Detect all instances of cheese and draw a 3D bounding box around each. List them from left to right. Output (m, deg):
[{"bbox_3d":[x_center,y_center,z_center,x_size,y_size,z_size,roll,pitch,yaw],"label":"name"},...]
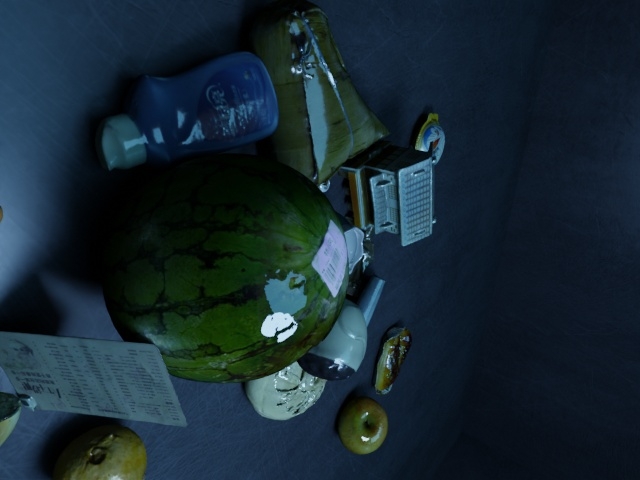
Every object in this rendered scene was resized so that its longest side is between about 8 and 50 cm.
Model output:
[{"bbox_3d":[0.336,-0.264,1.357,0.176,0.069,0.271,-16,119,-49],"label":"cheese"}]

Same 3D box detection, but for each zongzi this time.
[{"bbox_3d":[0.033,-0.303,0.848,0.360,0.159,0.323,-31,130,-37],"label":"zongzi"}]

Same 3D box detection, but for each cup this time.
[{"bbox_3d":[0.000,0.000,0.951,0.167,0.173,0.300,-30,128,-44],"label":"cup"}]

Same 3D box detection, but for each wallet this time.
[{"bbox_3d":[0.124,0.222,1.246,0.252,0.054,0.290,-66,168,-2],"label":"wallet"}]

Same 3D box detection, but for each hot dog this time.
[{"bbox_3d":[0.270,0.454,1.614,0.162,0.081,0.271,-3,110,-51],"label":"hot dog"}]

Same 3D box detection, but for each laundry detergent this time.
[{"bbox_3d":[-0.199,-0.189,0.649,0.289,0.094,0.144,-34,121,-36],"label":"laundry detergent"}]

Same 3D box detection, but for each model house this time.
[{"bbox_3d":[0.189,-0.135,1.102,0.198,0.215,0.224,-41,136,-36],"label":"model house"}]

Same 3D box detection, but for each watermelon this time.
[{"bbox_3d":[-0.138,0.038,0.640,0.363,0.362,0.364,-28,127,-43],"label":"watermelon"}]

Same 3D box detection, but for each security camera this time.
[{"bbox_3d":[-0.021,0.186,0.901,0.277,0.196,0.192,30,59,-28],"label":"security camera"}]

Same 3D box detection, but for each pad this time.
[{"bbox_3d":[-0.315,0.187,0.568,0.009,0.264,0.160,-71,159,-57],"label":"pad"}]

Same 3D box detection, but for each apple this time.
[{"bbox_3d":[0.142,0.634,1.463,0.182,0.182,0.155,-50,170,-25],"label":"apple"}]

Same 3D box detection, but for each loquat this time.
[{"bbox_3d":[-0.354,0.373,0.697,0.141,0.141,0.141,-28,127,-43],"label":"loquat"}]

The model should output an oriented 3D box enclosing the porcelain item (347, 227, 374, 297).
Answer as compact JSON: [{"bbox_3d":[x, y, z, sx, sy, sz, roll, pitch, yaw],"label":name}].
[{"bbox_3d":[0.111,0.049,1.200,0.216,0.081,0.069,-69,159,-2],"label":"porcelain item"}]

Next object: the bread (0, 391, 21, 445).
[{"bbox_3d":[-0.462,0.253,0.536,0.157,0.082,0.095,-36,136,-35],"label":"bread"}]

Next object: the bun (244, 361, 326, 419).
[{"bbox_3d":[-0.055,0.318,1.058,0.287,0.146,0.288,-30,132,-41],"label":"bun"}]

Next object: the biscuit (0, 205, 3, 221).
[{"bbox_3d":[-0.446,-0.015,0.468,0.165,0.036,0.250,-33,131,-39],"label":"biscuit"}]
